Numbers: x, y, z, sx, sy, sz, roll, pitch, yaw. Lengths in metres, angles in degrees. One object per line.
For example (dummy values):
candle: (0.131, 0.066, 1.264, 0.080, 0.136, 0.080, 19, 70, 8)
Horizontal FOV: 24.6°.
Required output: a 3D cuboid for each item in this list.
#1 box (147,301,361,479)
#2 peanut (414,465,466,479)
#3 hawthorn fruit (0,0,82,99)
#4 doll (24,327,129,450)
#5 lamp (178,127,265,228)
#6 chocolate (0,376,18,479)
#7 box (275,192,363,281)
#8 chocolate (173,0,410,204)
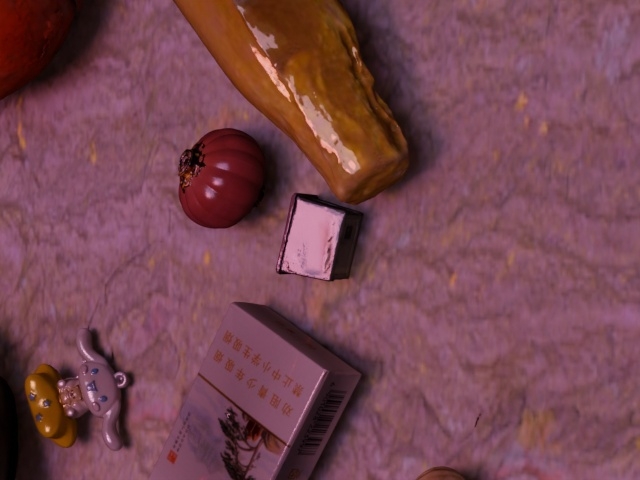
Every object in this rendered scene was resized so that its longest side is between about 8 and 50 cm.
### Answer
box: (-0.074, 0.199, 1.497, 0.149, 0.067, 0.233, 35, 104, 39)
peanut: (0.089, 0.301, 1.408, 0.082, 0.082, 0.187, 40, 106, 25)
hawthorn fruit: (-0.376, -0.276, 1.601, 0.307, 0.276, 0.276, -5, 85, 14)
doll: (-0.261, 0.179, 1.625, 0.113, 0.071, 0.135, -44, 74, 1)
lamp: (-0.102, -0.064, 1.521, 0.107, 0.092, 0.107, -39, 38, 40)
chocolate: (-0.447, 0.208, 1.629, 0.186, 0.283, 0.283, -32, 72, 8)
box: (0.000, 0.000, 1.483, 0.063, 0.060, 0.084, 16, 95, 21)
chocolate: (-0.049, -0.238, 1.476, 0.162, 0.162, 0.445, -41, 73, 22)
